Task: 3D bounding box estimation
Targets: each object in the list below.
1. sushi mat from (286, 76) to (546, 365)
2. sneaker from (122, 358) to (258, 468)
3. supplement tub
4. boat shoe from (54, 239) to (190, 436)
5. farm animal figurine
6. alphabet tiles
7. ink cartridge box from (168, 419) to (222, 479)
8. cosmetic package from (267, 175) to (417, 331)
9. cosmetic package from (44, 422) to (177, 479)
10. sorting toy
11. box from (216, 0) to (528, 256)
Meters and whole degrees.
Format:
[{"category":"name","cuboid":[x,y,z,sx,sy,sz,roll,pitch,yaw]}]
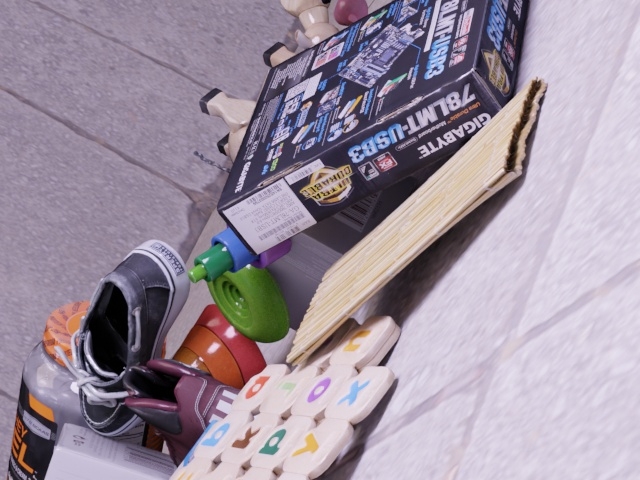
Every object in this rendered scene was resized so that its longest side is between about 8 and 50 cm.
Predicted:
[{"category":"sushi mat","cuboid":[0.080,-0.012,1.448,0.316,0.019,0.151,-44,14,40]},{"category":"sneaker","cuboid":[-0.146,0.187,1.796,0.106,0.162,0.281,-64,9,-25]},{"category":"supplement tub","cuboid":[-0.296,0.249,2.134,0.193,0.194,0.316,-80,2,-67]},{"category":"boat shoe","cuboid":[-0.234,0.131,1.877,0.105,0.113,0.306,-35,-16,-42]},{"category":"farm animal figurine","cuboid":[0.004,-0.185,1.900,0.172,0.330,0.327,32,79,41]},{"category":"alphabet tiles","cuboid":[-0.042,0.177,1.436,0.284,0.021,0.278,-51,17,-20]},{"category":"ink cartridge box","cuboid":[-0.119,0.287,1.577,0.139,0.082,0.190,-54,9,37]},{"category":"cosmetic package","cuboid":[0.000,0.000,1.785,0.127,0.107,0.238,-64,6,-24]},{"category":"cosmetic package","cuboid":[-0.260,0.332,1.942,0.151,0.151,0.183,-138,67,-84]},{"category":"sorting toy","cuboid":[-0.121,0.091,1.781,0.126,0.127,0.365,-33,-19,-26]},{"category":"box","cuboid":[0.057,-0.143,1.626,0.293,0.073,0.295,-26,25,24]}]
